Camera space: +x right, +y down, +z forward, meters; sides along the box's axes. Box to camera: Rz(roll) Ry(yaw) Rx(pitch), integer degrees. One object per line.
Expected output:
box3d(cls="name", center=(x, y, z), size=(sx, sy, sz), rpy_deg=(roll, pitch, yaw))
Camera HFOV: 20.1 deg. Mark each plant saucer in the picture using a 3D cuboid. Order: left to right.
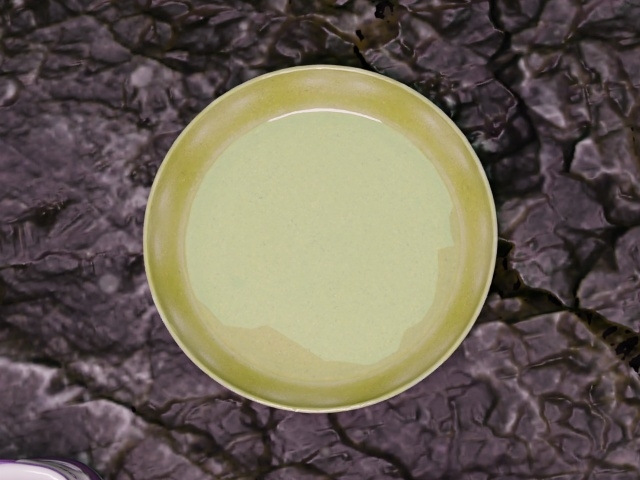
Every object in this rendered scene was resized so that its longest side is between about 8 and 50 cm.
box3d(cls="plant saucer", center=(0.000, 0.000, 1.242), size=(0.241, 0.037, 0.241), rpy_deg=(-1, 79, 3))

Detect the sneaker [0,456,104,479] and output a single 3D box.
box3d(cls="sneaker", center=(-0.280, 0.198, 1.158), size=(0.282, 0.161, 0.102), rpy_deg=(-22, 80, 0))
